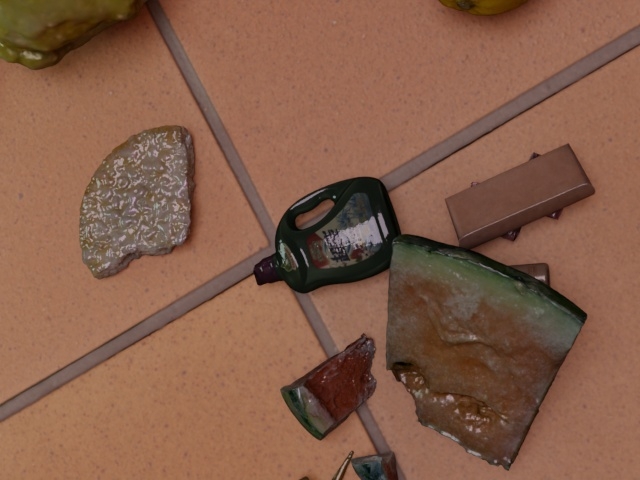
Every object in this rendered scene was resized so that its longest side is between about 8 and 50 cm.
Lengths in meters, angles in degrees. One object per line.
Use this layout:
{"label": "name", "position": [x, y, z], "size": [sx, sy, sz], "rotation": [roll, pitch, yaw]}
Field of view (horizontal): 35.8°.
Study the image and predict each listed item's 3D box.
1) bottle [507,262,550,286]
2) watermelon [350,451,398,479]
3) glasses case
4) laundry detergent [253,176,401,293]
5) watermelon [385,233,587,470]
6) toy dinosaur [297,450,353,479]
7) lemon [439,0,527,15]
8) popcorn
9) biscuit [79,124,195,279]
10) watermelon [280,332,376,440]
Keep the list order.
{"label": "bottle", "position": [0.264, 0.055, 1.354], "size": [0.096, 0.045, 0.045], "rotation": [-3, 84, 15]}
{"label": "watermelon", "position": [0.084, 0.312, 1.371], "size": [0.085, 0.085, 0.061], "rotation": [30, 58, 15]}
{"label": "glasses case", "position": [0.269, -0.059, 1.361], "size": [0.193, 0.070, 0.102], "rotation": [-25, 52, 13]}
{"label": "laundry detergent", "position": [0.000, 0.000, 1.411], "size": [0.221, 0.078, 0.144], "rotation": [-19, 79, 14]}
{"label": "watermelon", "position": [0.198, 0.111, 1.300], "size": [0.264, 0.151, 0.302], "rotation": [23, 127, 16]}
{"label": "toy dinosaur", "position": [0.001, 0.389, 1.398], "size": [0.162, 0.039, 0.126], "rotation": [-26, 85, 0]}
{"label": "lemon", "position": [0.239, -0.400, 1.343], "size": [0.170, 0.170, 0.207], "rotation": [36, 86, 14]}
{"label": "popcorn", "position": [-0.398, -0.412, 1.450], "size": [0.312, 0.312, 0.312], "rotation": [-1, 85, 14]}
{"label": "biscuit", "position": [-0.268, -0.054, 1.499], "size": [0.188, 0.040, 0.265], "rotation": [37, 96, 15]}
{"label": "watermelon", "position": [0.012, 0.217, 1.405], "size": [0.158, 0.121, 0.098], "rotation": [-39, 93, -37]}
